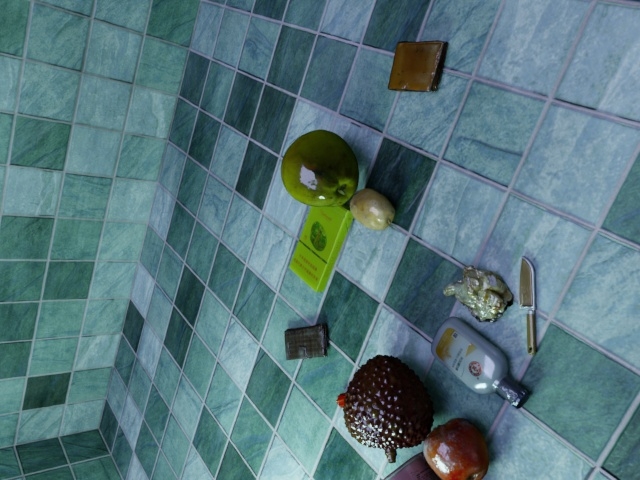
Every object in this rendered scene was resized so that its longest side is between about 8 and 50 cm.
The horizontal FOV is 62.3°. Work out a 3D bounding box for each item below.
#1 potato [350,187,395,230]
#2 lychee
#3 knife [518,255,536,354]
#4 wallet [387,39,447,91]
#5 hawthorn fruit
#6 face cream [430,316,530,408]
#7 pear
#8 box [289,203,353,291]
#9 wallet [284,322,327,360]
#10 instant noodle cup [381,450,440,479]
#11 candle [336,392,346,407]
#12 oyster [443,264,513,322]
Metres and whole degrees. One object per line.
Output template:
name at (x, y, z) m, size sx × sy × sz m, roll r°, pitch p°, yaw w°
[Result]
potato at (0.165, -0.102, 1.728) m, size 0.178 × 0.109 × 0.119 m, roll 39°, pitch 138°, yaw 47°
lychee at (0.191, 0.488, 1.551) m, size 0.275 × 0.275 × 0.305 m, roll -27°, pitch 54°, yaw 44°
knife at (0.535, 0.167, 1.375) m, size 0.046 × 0.022 × 0.256 m, roll -5°, pitch 84°, yaw 51°
wallet at (0.300, -0.541, 1.656) m, size 0.195 × 0.042 × 0.161 m, roll 19°, pitch 98°, yaw 48°
hawthorn fruit at (0.369, 0.575, 1.432) m, size 0.172 × 0.172 × 0.173 m, roll -3°, pitch 86°, yaw 47°
face cream at (0.432, 0.340, 1.442) m, size 0.291 × 0.071 × 0.144 m, roll 42°, pitch 118°, yaw 40°
pear at (-0.004, -0.240, 1.806) m, size 0.321 × 0.269 × 0.269 m, roll 52°, pitch 124°, yaw 43°
box at (0.000, 0.000, 1.948) m, size 0.187 × 0.047 × 0.335 m, roll 39°, pitch 116°, yaw 42°
wallet at (-0.057, 0.384, 1.993) m, size 0.230 × 0.042 × 0.124 m, roll -17°, pitch 72°, yaw 45°
instant noodle cup at (0.273, 0.763, 1.490) m, size 0.231 × 0.243 × 0.243 m, roll 50°, pitch 123°, yaw 27°
candle at (0.097, 0.544, 1.812) m, size 0.130 × 0.052 × 0.052 m, roll -31°, pitch 66°, yaw 43°
oyster at (0.422, 0.150, 1.460) m, size 0.191 × 0.081 × 0.163 m, roll -19°, pitch 78°, yaw 49°
